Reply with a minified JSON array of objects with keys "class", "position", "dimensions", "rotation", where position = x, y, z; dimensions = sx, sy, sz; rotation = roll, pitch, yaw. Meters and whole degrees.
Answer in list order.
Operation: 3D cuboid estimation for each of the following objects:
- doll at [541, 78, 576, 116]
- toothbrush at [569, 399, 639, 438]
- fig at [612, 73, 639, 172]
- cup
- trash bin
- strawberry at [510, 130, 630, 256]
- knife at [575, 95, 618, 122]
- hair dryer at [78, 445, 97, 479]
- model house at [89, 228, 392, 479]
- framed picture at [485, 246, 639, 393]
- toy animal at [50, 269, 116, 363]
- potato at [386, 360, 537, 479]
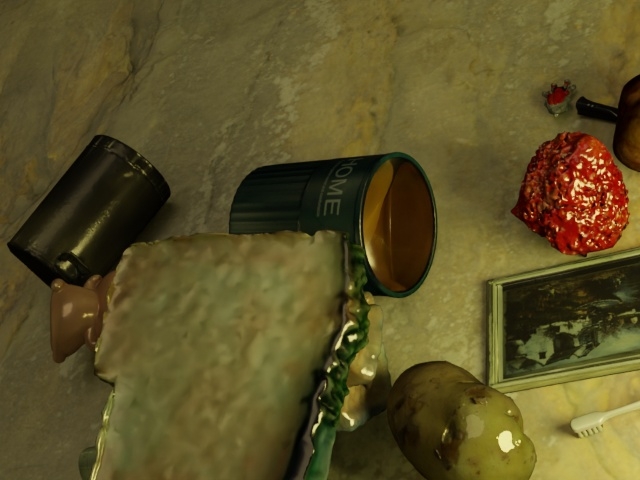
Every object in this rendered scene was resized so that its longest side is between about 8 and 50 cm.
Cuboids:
[{"class":"doll","position":[0.428,-0.252,2.046],"dimensions":[0.057,0.039,0.114],"rotation":[12,43,7]},{"class":"toothbrush","position":[0.508,0.206,1.554],"dimensions":[0.342,0.030,0.025],"rotation":[-22,42,15]},{"class":"fig","position":[0.601,-0.176,1.795],"dimensions":[0.274,0.145,0.170],"rotation":[13,67,22]},{"class":"cup","position":[0.011,0.004,1.944],"dimensions":[0.292,0.242,0.308],"rotation":[1,70,36]},{"class":"trash bin","position":[-0.477,-0.041,2.334],"dimensions":[0.252,0.203,0.302],"rotation":[-1,49,57]},{"class":"strawberry","position":[0.401,-0.082,1.783],"dimensions":[0.184,0.202,0.187],"rotation":[11,38,11]},{"class":"knife","position":[0.546,-0.218,1.946],"dimensions":[0.230,0.028,0.060],"rotation":[24,64,42]},{"class":"hair dryer","position":[-0.287,0.331,1.965],"dimensions":[0.206,0.075,0.237],"rotation":[-2,42,24]},{"class":"model house","position":[-0.080,0.262,1.660],"dimensions":[0.394,0.400,0.446],"rotation":[-4,60,20]},{"class":"framed picture","position":[0.390,0.115,1.731],"dimensions":[0.296,0.019,0.232],"rotation":[-15,44,23]},{"class":"toy animal","position":[-0.407,0.149,2.129],"dimensions":[0.197,0.171,0.171],"rotation":[-1,39,-14]},{"class":"potato","position":[0.194,0.272,1.618],"dimensions":[0.165,0.165,0.262],"rotation":[-46,35,-12]}]
